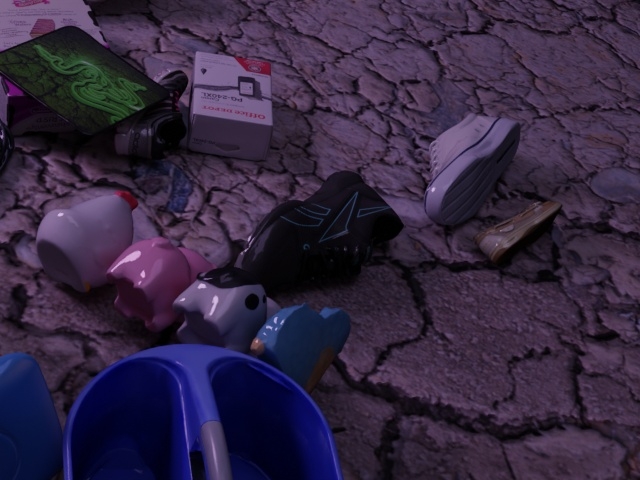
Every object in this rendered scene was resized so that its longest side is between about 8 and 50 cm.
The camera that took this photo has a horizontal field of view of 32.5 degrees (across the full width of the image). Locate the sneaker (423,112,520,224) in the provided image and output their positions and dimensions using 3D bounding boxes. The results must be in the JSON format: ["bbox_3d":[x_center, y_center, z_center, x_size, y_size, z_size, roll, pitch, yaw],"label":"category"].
[{"bbox_3d":[0.188,-0.099,1.501,0.091,0.094,0.258,15,33,25],"label":"sneaker"}]

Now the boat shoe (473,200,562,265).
[{"bbox_3d":[0.264,-0.020,1.452,0.153,0.056,0.048,-33,66,-34],"label":"boat shoe"}]

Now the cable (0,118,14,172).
[{"bbox_3d":[-0.457,-0.111,1.313,0.151,0.047,0.184,20,43,10],"label":"cable"}]

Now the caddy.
[{"bbox_3d":[-0.099,0.241,0.938,0.241,0.179,0.341,1,44,-17],"label":"caddy"}]

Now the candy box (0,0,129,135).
[{"bbox_3d":[-0.366,-0.240,1.461,0.159,0.071,0.233,-7,47,-26],"label":"candy box"}]

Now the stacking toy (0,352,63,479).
[{"bbox_3d":[-0.375,0.119,1.018,0.175,0.165,0.302,-23,43,-23],"label":"stacking toy"}]

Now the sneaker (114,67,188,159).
[{"bbox_3d":[-0.204,-0.161,1.439,0.075,0.063,0.170,22,46,5],"label":"sneaker"}]

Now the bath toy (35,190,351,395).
[{"bbox_3d":[-0.144,0.047,1.170,0.348,0.151,0.129,26,52,24],"label":"bath toy"}]

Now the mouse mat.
[{"bbox_3d":[-0.305,-0.206,1.387,0.190,0.007,0.153,36,44,17],"label":"mouse mat"}]

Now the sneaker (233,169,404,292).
[{"bbox_3d":[0.000,0.000,1.301,0.106,0.101,0.267,36,44,17],"label":"sneaker"}]

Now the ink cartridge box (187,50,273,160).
[{"bbox_3d":[-0.122,-0.184,1.490,0.109,0.063,0.150,7,41,-12],"label":"ink cartridge box"}]
